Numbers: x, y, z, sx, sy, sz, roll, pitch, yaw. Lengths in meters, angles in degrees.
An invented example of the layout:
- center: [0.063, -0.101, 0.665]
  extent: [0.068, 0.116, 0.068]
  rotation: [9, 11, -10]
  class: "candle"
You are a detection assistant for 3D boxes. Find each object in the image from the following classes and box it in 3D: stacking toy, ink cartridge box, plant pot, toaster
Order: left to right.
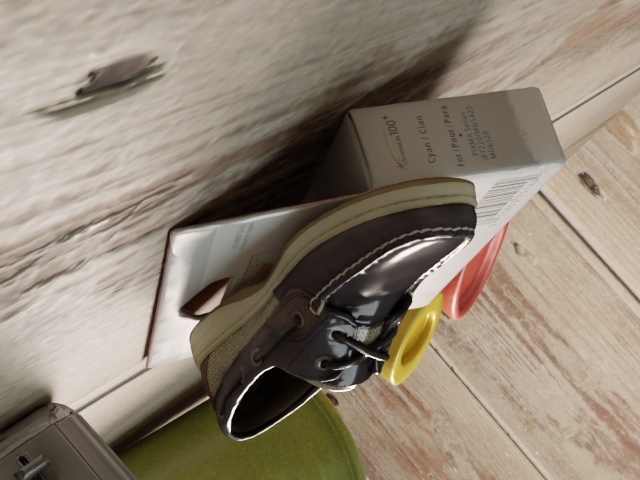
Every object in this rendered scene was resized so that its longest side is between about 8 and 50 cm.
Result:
- center: [-0.195, 0.218, 0.732]
  extent: [0.129, 0.146, 0.227]
  rotation: [-34, 168, -30]
  class: "toaster"
- center: [-0.127, 0.304, 1.164]
  extent: [0.254, 0.276, 0.276]
  rotation: [-18, 159, -39]
  class: "plant pot"
- center: [0.000, 0.000, 0.748]
  extent: [0.261, 0.066, 0.296]
  rotation: [-10, 161, -17]
  class: "ink cartridge box"
- center: [0.123, -0.009, 1.223]
  extent: [0.309, 0.130, 0.279]
  rotation: [-31, 141, -56]
  class: "stacking toy"

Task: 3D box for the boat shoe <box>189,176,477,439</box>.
- center: [0.007, 0.053, 0.656]
  extent: [0.103, 0.092, 0.285]
  rotation: [2, 153, -39]
  class: "boat shoe"
